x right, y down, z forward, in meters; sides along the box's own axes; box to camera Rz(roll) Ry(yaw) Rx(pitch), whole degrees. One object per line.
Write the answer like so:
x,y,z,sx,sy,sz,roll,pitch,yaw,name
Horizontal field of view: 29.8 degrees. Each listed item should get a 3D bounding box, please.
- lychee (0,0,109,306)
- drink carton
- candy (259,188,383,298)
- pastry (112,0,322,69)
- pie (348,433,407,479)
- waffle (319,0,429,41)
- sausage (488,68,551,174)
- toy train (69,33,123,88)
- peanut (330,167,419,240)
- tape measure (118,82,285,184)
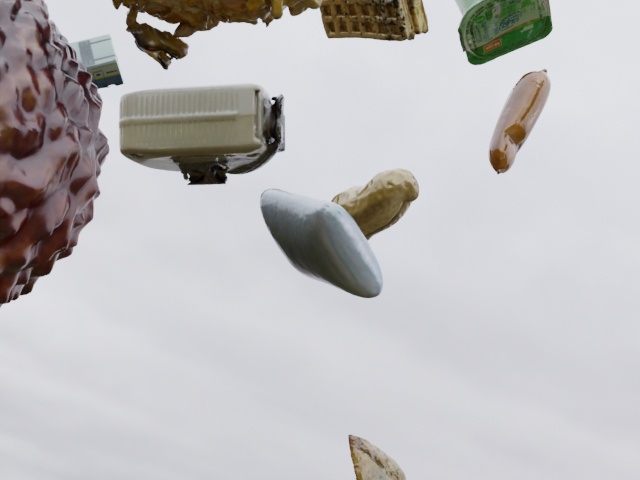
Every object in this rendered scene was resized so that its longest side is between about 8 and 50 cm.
-0.405,-0.115,1.170,0.424,0.500,0.424,44,1,-1,lychee
0.262,-0.383,1.856,0.146,0.142,0.144,-21,-31,5,drink carton
0.000,0.000,1.466,0.138,0.071,0.174,57,-19,-24,candy
-0.123,-0.269,1.228,0.250,0.102,0.154,-2,-59,33,pastry
0.077,0.319,1.444,0.092,0.170,0.034,17,-39,-28,pie
0.055,-0.287,1.413,0.148,0.042,0.102,14,-54,47,waffle
0.275,-0.168,1.682,0.054,0.183,0.062,17,-20,32,sausage
-0.356,-0.189,1.432,0.233,0.052,0.051,-14,-30,-6,toy train
0.061,-0.044,1.647,0.174,0.080,0.080,-32,-47,31,peanut
-0.156,-0.160,1.865,0.271,0.133,0.231,-4,-6,13,tape measure
